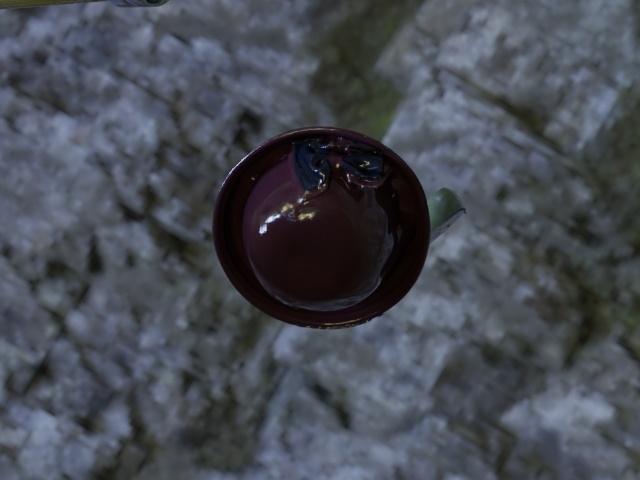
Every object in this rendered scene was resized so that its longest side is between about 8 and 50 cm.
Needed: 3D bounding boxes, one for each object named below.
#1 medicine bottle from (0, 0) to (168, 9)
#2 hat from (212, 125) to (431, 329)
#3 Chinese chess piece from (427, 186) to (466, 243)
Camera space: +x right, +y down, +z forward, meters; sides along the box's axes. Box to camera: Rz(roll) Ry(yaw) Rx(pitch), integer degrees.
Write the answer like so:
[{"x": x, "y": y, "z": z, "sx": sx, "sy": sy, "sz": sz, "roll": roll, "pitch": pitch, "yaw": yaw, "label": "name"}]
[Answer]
[{"x": -0.193, "y": -0.173, "z": 1.010, "sx": 0.218, "sy": 0.074, "sz": 0.074, "roll": 0, "pitch": 160, "yaw": 29, "label": "medicine bottle"}, {"x": 0.000, "y": 0.000, "z": 1.437, "sx": 0.205, "sy": 0.205, "sz": 0.089, "roll": 32, "pitch": -150, "yaw": -12, "label": "hat"}, {"x": 0.114, "y": -0.018, "z": 1.721, "sx": 0.034, "sy": 0.084, "sz": 0.084, "roll": 49, "pitch": 178, "yaw": 8, "label": "Chinese chess piece"}]
